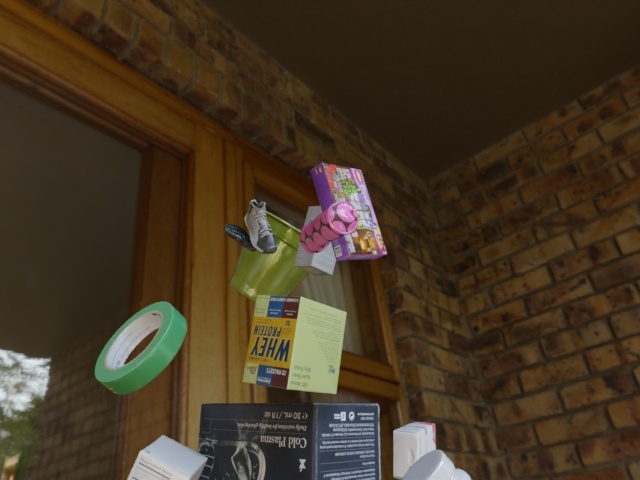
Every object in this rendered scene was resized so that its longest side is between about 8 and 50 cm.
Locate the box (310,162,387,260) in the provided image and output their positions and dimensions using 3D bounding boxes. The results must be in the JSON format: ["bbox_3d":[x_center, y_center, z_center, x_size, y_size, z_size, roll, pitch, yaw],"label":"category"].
[{"bbox_3d":[0.089,-0.085,1.574,0.057,0.294,0.200,-25,-16,36],"label":"box"}]

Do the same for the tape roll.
[{"bbox_3d":[-0.590,0.347,1.693,0.321,0.321,0.077,-22,-57,23],"label":"tape roll"}]

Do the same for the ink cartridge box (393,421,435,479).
[{"bbox_3d":[0.333,0.736,1.810,0.092,0.159,0.217,-4,-11,27],"label":"ink cartridge box"}]

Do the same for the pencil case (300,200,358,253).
[{"bbox_3d":[0.022,-0.033,1.283,0.098,0.095,0.209,-10,-8,-24],"label":"pencil case"}]

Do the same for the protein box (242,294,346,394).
[{"bbox_3d":[-0.056,0.249,1.225,0.135,0.201,0.199,-3,-18,35],"label":"protein box"}]

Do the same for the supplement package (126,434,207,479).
[{"bbox_3d":[-0.392,0.617,1.214,0.133,0.244,0.139,24,-2,7],"label":"supplement package"}]

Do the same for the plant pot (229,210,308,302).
[{"bbox_3d":[-0.212,0.101,2.252,0.366,0.353,0.366,31,-5,3],"label":"plant pot"}]

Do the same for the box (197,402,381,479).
[{"bbox_3d":[-0.098,0.696,1.425,0.479,0.473,0.297,-16,-23,39],"label":"box"}]

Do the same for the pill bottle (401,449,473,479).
[{"bbox_3d":[0.334,0.661,1.234,0.161,0.283,0.161,-40,-4,-4],"label":"pill bottle"}]

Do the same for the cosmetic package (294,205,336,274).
[{"bbox_3d":[0.000,0.000,1.915,0.107,0.238,0.127,-4,-24,44],"label":"cosmetic package"}]

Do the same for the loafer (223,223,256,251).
[{"bbox_3d":[-0.290,-0.003,1.887,0.170,0.062,0.061,32,-53,-31],"label":"loafer"}]

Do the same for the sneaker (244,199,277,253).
[{"bbox_3d":[-0.217,-0.064,1.856,0.086,0.229,0.132,-12,-44,-26],"label":"sneaker"}]
